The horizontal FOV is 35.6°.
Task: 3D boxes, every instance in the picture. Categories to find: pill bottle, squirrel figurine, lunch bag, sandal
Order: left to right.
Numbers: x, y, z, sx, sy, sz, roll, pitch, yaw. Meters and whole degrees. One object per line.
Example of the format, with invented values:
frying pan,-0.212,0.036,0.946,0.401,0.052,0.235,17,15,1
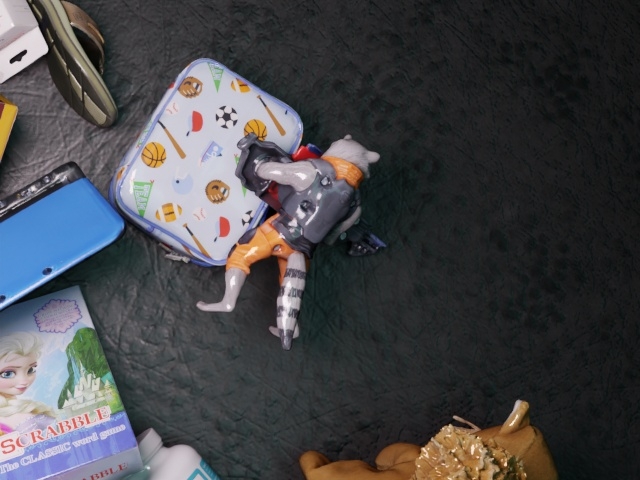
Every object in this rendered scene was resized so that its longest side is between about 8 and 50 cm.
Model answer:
sandal,-0.382,-0.319,1.533,0.086,0.120,0.303,-26,91,-30
pill bottle,-0.200,0.407,1.482,0.146,0.146,0.264,-41,95,-16
lunch bag,-0.175,-0.111,1.565,0.243,0.115,0.303,32,78,-15
squirrel figurine,0.194,0.393,1.463,0.370,0.397,0.281,-20,85,-8

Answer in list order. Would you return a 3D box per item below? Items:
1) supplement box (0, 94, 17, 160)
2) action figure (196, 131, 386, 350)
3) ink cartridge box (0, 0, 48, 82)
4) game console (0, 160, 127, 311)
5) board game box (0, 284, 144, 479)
supplement box,-0.559,-0.139,1.385,0.194,0.129,0.191,12,104,-41
action figure,0.000,0.000,1.521,0.341,0.178,0.330,27,91,-38
ink cartridge box,-0.507,-0.346,1.495,0.115,0.067,0.198,-27,92,22
game console,-0.422,0.039,1.389,0.293,0.250,0.173,-32,76,-16
board game box,-0.443,0.233,1.379,0.318,0.066,0.318,-18,48,-17
